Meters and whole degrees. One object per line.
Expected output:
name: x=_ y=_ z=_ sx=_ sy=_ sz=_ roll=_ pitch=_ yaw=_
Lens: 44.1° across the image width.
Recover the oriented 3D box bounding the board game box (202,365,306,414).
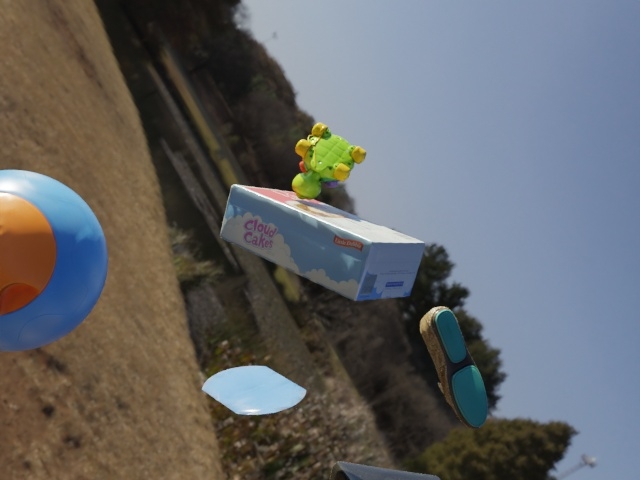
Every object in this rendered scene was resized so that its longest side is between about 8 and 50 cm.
board game box: x=-0.110 y=0.256 z=1.286 sx=0.169 sy=0.133 sz=0.033 roll=19 pitch=-66 yaw=46

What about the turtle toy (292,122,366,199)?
turtle toy: x=0.003 y=-0.115 z=1.212 sx=0.095 sy=0.130 sz=0.066 roll=34 pitch=-37 yaw=9

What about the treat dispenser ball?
treat dispenser ball: x=-0.488 y=0.032 z=1.260 sx=0.288 sy=0.288 sz=0.288 roll=60 pitch=-2 yaw=3

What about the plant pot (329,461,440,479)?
plant pot: x=0.111 y=0.460 z=1.183 sx=0.167 sy=0.188 sz=0.187 roll=-170 pitch=-87 yaw=-74

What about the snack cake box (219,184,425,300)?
snack cake box: x=0.000 y=0.000 z=1.168 sx=0.264 sy=0.089 sz=0.152 roll=23 pitch=13 yaw=34

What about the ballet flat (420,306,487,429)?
ballet flat: x=0.217 y=0.209 z=1.303 sx=0.067 sy=0.073 sz=0.206 roll=-22 pitch=-97 yaw=63
